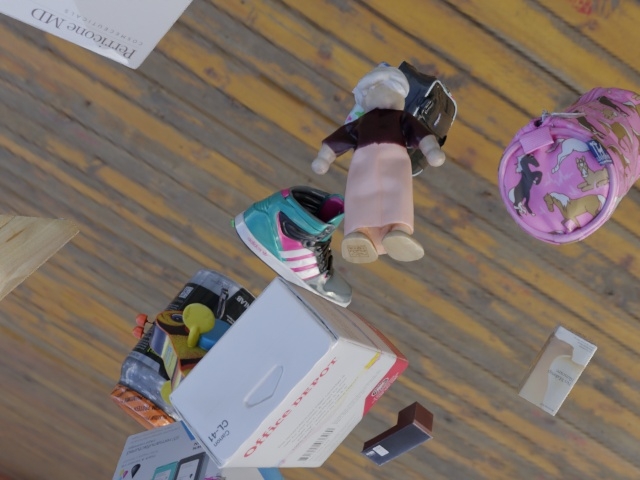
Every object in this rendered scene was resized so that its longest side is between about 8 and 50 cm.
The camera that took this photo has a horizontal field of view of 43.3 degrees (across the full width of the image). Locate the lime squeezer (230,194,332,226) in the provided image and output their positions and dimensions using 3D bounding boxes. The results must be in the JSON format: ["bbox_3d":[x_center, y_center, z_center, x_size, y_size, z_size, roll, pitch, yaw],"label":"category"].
[{"bbox_3d":[-0.088,-0.033,2.077,0.058,0.310,0.110,-20,86,58],"label":"lime squeezer"}]

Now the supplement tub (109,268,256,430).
[{"bbox_3d":[-0.262,0.228,1.614,0.193,0.316,0.194,31,156,15],"label":"supplement tub"}]

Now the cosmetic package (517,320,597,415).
[{"bbox_3d":[0.327,0.177,1.119,0.060,0.041,0.115,29,101,11],"label":"cosmetic package"}]

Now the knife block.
[{"bbox_3d":[-0.581,0.075,1.434,0.275,0.242,0.088,4,172,-29],"label":"knife block"}]

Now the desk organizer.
[{"bbox_3d":[0.132,0.330,1.376,0.047,0.050,0.130,39,126,-17],"label":"desk organizer"}]

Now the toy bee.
[{"bbox_3d":[-0.230,0.183,1.338,0.162,0.196,0.298,10,-174,-18],"label":"toy bee"}]

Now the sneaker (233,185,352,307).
[{"bbox_3d":[0.000,0.000,1.536,0.178,0.124,0.295,-38,120,22],"label":"sneaker"}]

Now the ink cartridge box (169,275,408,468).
[{"bbox_3d":[-0.029,0.195,1.126,0.131,0.226,0.306,44,-176,28],"label":"ink cartridge box"}]

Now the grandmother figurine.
[{"bbox_3d":[0.089,-0.132,1.258,0.207,0.343,0.104,2,150,7],"label":"grandmother figurine"}]

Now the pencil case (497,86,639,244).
[{"bbox_3d":[0.389,-0.124,1.182,0.160,0.386,0.167,33,120,18],"label":"pencil case"}]

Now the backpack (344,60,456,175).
[{"bbox_3d":[0.187,-0.263,1.790,0.191,0.225,0.253,35,-171,29],"label":"backpack"}]

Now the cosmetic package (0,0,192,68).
[{"bbox_3d":[-0.218,-0.452,1.017,0.230,0.162,0.453,17,136,-40],"label":"cosmetic package"}]

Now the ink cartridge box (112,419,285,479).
[{"bbox_3d":[-0.181,0.415,1.152,0.198,0.270,0.197,-20,117,14],"label":"ink cartridge box"}]
